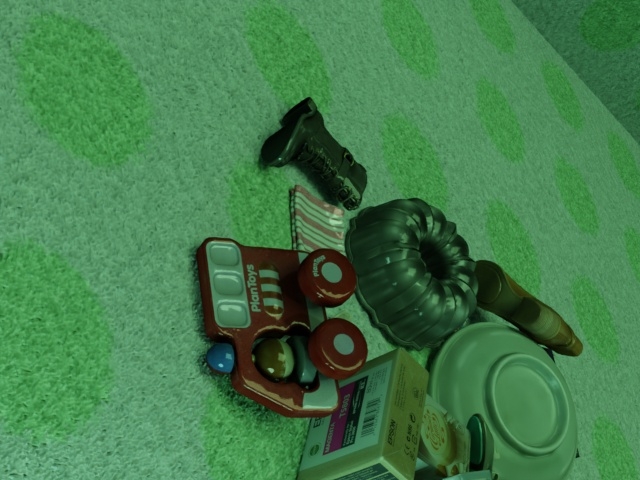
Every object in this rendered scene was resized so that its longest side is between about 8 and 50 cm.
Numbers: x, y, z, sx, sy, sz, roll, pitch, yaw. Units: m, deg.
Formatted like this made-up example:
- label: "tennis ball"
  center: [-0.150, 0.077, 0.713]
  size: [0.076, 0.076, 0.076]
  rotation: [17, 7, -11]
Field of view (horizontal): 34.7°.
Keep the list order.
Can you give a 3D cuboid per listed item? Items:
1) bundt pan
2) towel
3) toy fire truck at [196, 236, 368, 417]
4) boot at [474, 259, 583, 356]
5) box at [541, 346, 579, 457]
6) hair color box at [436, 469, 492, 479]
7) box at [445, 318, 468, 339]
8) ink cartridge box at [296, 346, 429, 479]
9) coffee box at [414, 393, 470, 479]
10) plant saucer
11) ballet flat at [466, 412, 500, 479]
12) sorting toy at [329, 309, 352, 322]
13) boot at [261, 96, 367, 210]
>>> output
- label: "bundt pan"
  center: [0.209, 0.054, 2.122]
  size: [0.330, 0.124, 0.331]
  rotation: [27, 48, -36]
- label: "towel"
  center: [0.000, 0.000, 1.982]
  size: [0.144, 0.029, 0.197]
  rotation: [27, 49, -43]
- label: "toy fire truck"
  center: [-0.077, 0.144, 1.689]
  size: [0.253, 0.169, 0.302]
  rotation: [5, 62, -27]
- label: "boot"
  center: [0.472, 0.160, 2.377]
  size: [0.220, 0.283, 0.109]
  rotation: [34, 87, -41]
- label: "box"
  center: [0.480, 0.376, 2.345]
  size: [0.184, 0.103, 0.261]
  rotation: [13, 59, -47]
- label: "hair color box"
  center: [0.241, 0.606, 1.777]
  size: [0.113, 0.185, 0.375]
  rotation: [11, 60, -51]
- label: "box"
  center: [0.272, 0.143, 2.269]
  size: [0.137, 0.027, 0.094]
  rotation: [59, 33, -8]
- label: "ink cartridge box"
  center: [0.073, 0.317, 1.723]
  size: [0.088, 0.193, 0.235]
  rotation: [44, 38, -26]
- label: "coffee box"
  center: [0.172, 0.368, 1.915]
  size: [0.246, 0.098, 0.141]
  rotation: [42, 39, -31]
- label: "plant saucer"
  center: [0.411, 0.350, 2.150]
  size: [0.400, 0.100, 0.401]
  rotation: [14, 61, -26]
- label: "ballet flat"
  center: [0.320, 0.442, 2.019]
  size: [0.068, 0.072, 0.213]
  rotation: [1, 96, -24]
- label: "sorting toy"
  center: [0.044, 0.187, 1.912]
  size: [0.075, 0.044, 0.083]
  rotation: [52, 34, -32]
- label: "boot"
  center: [0.007, -0.150, 2.029]
  size: [0.229, 0.091, 0.263]
  rotation: [52, 33, -16]
